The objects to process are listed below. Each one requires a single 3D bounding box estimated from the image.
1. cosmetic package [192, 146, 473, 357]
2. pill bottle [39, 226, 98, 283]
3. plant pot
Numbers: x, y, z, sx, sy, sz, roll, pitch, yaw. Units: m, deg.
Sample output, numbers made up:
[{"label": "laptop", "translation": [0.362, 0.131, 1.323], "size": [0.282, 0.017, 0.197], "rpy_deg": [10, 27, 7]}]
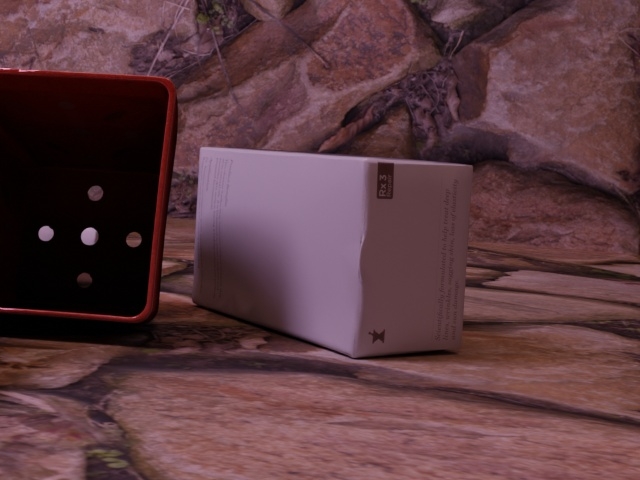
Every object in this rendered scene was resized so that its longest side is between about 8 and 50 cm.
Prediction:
[{"label": "cosmetic package", "translation": [0.000, 0.000, 1.414], "size": [0.156, 0.217, 0.385], "rpy_deg": [0, 8, -34]}, {"label": "pill bottle", "translation": [-0.402, 0.002, 1.617], "size": [0.221, 0.121, 0.121], "rpy_deg": [4, 5, 6]}, {"label": "plant pot", "translation": [-0.292, -0.030, 1.365], "size": [0.267, 0.267, 0.236], "rpy_deg": [4, -11, 3]}]
